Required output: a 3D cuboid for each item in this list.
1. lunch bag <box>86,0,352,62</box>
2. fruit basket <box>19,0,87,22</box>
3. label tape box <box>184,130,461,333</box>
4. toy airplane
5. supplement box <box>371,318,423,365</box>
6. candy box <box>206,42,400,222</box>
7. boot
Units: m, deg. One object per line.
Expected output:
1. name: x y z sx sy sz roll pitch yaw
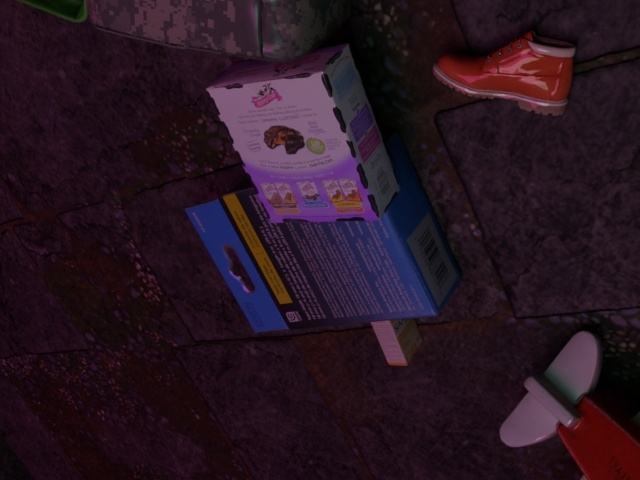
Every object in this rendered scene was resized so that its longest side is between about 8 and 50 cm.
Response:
1. lunch bag: -0.109 -0.359 0.873 0.305 0.212 0.256 17 132 21
2. fruit basket: -0.437 -0.423 0.938 0.392 0.392 0.283 23 133 18
3. label tape box: 0.000 0.000 1.152 0.333 0.106 0.241 -10 116 38
4. toy airplane: 0.411 0.295 0.984 0.272 0.384 0.386 23 153 -28
5. supplement box: 0.114 0.131 1.209 0.036 0.062 0.098 -4 121 37
6. candy box: -0.017 -0.118 0.937 0.165 0.070 0.196 1 129 34
7. boot: 0.206 -0.200 0.899 0.158 0.059 0.085 15 127 14
